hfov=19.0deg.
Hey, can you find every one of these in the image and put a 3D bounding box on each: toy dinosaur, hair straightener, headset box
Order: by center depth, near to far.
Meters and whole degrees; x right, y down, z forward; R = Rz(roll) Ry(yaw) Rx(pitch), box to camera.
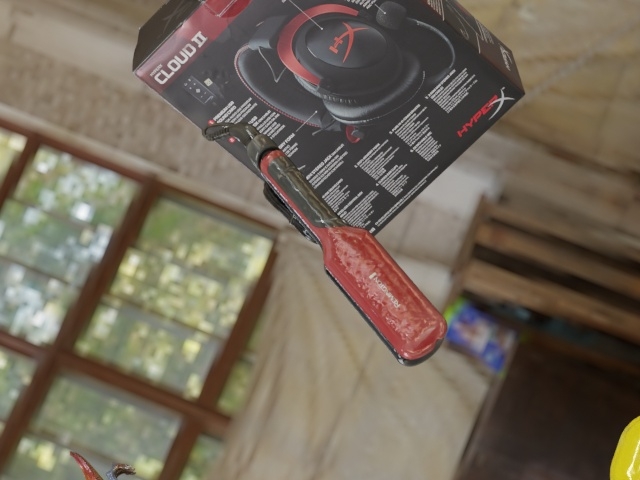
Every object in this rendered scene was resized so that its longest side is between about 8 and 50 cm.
[{"bbox_3d":[0.000,0.000,1.353,0.047,0.230,0.089,-45,-11,-8],"label":"hair straightener"},{"bbox_3d":[-0.156,0.208,1.424,0.047,0.090,0.082,144,141,-70],"label":"toy dinosaur"},{"bbox_3d":[-0.004,-0.165,1.655,0.218,0.293,0.110,-44,20,18],"label":"headset box"}]

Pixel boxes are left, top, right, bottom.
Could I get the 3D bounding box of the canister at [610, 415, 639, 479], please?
[{"bbox_3d":[0.255,0.168,1.205,0.073,0.126,0.170,-69,-24,-12],"label":"canister"}]
